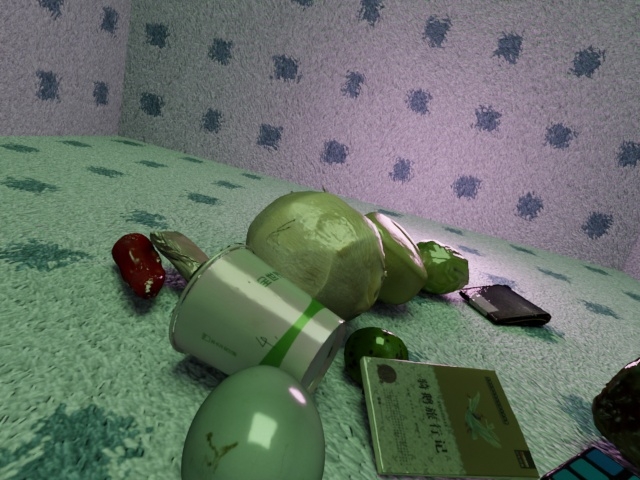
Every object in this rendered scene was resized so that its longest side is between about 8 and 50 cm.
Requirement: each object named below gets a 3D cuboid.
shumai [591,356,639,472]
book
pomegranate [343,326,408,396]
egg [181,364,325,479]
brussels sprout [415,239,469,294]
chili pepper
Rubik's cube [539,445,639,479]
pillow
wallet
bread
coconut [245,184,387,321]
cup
[{"bbox_3d":[0.722,0.384,0.699,0.396,0.395,0.348,13,42,-7],"label":"shumai"},{"bbox_3d":[0.235,0.331,0.769,0.311,0.021,0.216,10,40,-14],"label":"book"},{"bbox_3d":[0.121,0.255,0.886,0.143,0.122,0.169,19,15,5],"label":"pomegranate"},{"bbox_3d":[-0.086,0.270,0.551,0.183,0.182,0.264,13,12,-6],"label":"egg"},{"bbox_3d":[0.436,0.104,1.534,0.244,0.243,0.244,13,16,-4],"label":"brussels sprout"},{"bbox_3d":[-0.474,0.059,1.059,0.110,0.110,0.388,3,19,-35],"label":"chili pepper"},{"bbox_3d":[0.376,0.407,0.534,0.161,0.163,0.162,3,16,-36],"label":"Rubik's cube"},{"bbox_3d":[-0.347,0.059,1.091,0.270,0.067,0.173,42,3,10],"label":"pillow"},{"bbox_3d":[0.684,0.246,1.523,0.263,0.071,0.221,4,24,-22],"label":"wallet"},{"bbox_3d":[0.188,0.066,1.318,0.321,0.237,0.320,37,18,-14],"label":"bread"},{"bbox_3d":[-0.003,0.065,1.055,0.360,0.346,0.346,47,30,25],"label":"coconut"},{"bbox_3d":[-0.107,0.171,0.793,0.274,0.253,0.253,27,19,18],"label":"cup"}]
